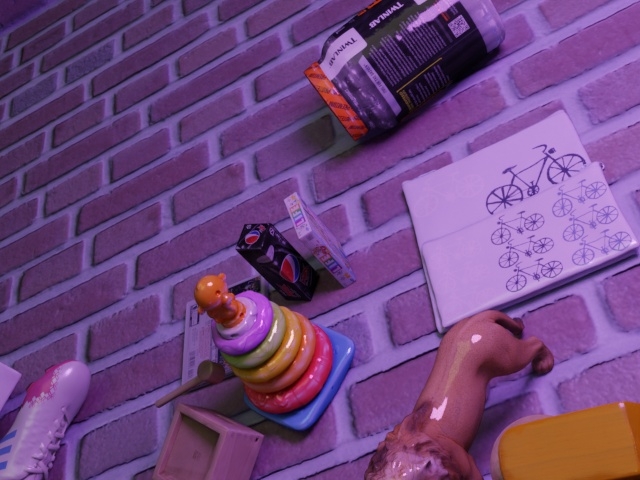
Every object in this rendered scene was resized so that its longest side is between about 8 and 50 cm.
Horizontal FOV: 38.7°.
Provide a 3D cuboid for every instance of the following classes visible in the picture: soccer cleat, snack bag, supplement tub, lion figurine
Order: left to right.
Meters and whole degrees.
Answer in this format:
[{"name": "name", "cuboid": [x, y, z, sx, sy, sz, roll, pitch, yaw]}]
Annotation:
[{"name": "soccer cleat", "cuboid": [-0.512, 0.374, 1.646, 0.331, 0.116, 0.143, -51, 52, -2]}, {"name": "supplement tub", "cuboid": [0.150, -0.348, 1.679, 0.338, 0.207, 0.207, -37, 43, 4]}, {"name": "lion figurine", "cuboid": [0.175, 0.216, 1.172, 0.142, 0.240, 0.392, -2, 55, 35]}, {"name": "snack bag", "cuboid": [0.298, -0.046, 1.450, 0.323, 0.037, 0.342, -25, 45, 18]}]

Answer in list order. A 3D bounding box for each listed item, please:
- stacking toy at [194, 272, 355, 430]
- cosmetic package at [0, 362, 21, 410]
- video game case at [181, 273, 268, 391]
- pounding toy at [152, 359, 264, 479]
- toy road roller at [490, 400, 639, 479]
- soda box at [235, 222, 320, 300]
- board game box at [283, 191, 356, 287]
[{"name": "stacking toy", "cuboid": [-0.101, 0.143, 1.385, 0.166, 0.302, 0.175, 17, 68, 43]}, {"name": "cosmetic package", "cuboid": [-0.720, 0.398, 1.698, 0.284, 0.097, 0.377, -23, 37, 60]}, {"name": "video game case", "cuboid": [-0.168, 0.162, 1.626, 0.173, 0.022, 0.190, -22, 45, 20]}, {"name": "pounding toy", "cuboid": [-0.178, 0.296, 1.441, 0.181, 0.094, 0.206, 15, 84, 44]}, {"name": "toy road roller", "cuboid": [0.369, 0.305, 0.998, 0.330, 0.202, 0.240, -15, 59, 23]}, {"name": "soda box", "cuboid": [-0.070, 0.038, 1.547, 0.060, 0.169, 0.053, -1, 57, 35]}, {"name": "board game box", "cuboid": [0.000, 0.000, 1.539, 0.026, 0.154, 0.103, -33, 43, 10]}]
